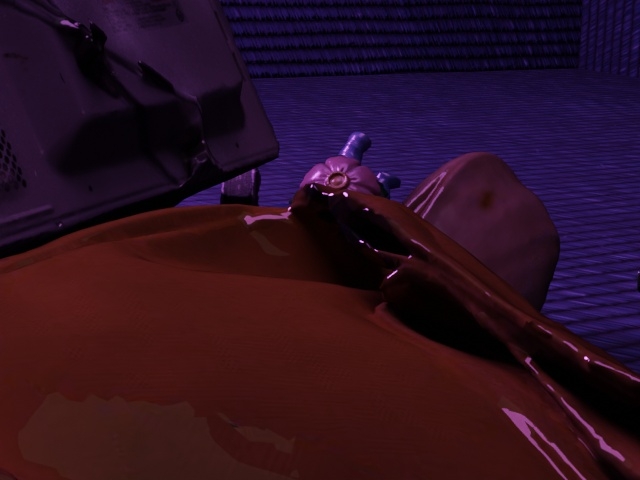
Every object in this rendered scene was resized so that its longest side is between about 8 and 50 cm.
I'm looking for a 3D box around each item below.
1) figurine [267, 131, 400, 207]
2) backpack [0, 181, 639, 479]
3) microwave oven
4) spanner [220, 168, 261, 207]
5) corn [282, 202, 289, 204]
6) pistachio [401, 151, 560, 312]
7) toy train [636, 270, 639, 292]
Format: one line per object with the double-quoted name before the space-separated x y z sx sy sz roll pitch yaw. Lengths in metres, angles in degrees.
"figurine" -0.004 -0.002 1.133 0.178 0.114 0.144 -51 4 -24
"backpack" -0.007 0.133 0.352 0.353 0.201 0.378 -19 38 -39
"microwave oven" -0.275 -0.082 0.926 0.374 0.236 0.432 -24 1 28
"spanner" -0.066 -0.003 1.009 0.093 0.026 0.325 -9 22 1
"corn" -0.003 -0.021 1.398 0.092 0.037 0.037 3 13 12
"pistachio" 0.098 0.026 0.998 0.137 0.153 0.238 0 36 39
"toy train" 0.338 -0.003 0.829 0.238 0.299 0.167 9 8 -34
